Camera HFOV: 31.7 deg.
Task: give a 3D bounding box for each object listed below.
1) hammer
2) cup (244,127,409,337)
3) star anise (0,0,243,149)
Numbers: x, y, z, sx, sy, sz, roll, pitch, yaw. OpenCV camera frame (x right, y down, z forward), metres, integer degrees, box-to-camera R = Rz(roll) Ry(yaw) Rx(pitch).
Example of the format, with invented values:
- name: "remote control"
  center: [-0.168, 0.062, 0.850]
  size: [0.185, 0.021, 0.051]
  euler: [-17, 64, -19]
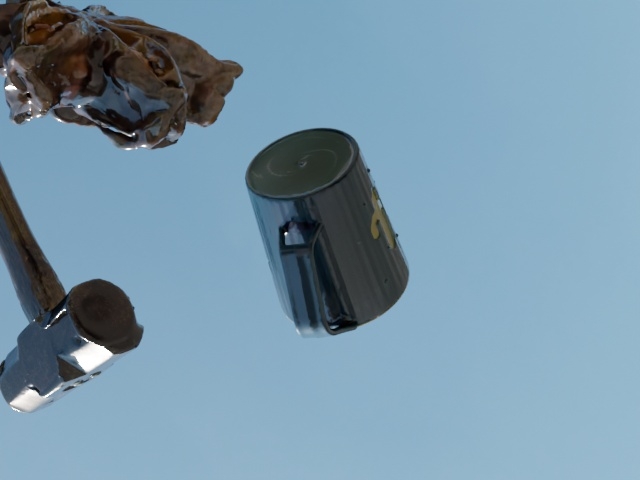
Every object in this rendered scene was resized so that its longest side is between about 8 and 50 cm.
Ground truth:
- name: "hammer"
  center: [-0.376, -0.001, 1.410]
  size: [0.095, 0.242, 0.409]
  euler: [-15, -106, -42]
- name: "cup"
  center: [0.000, 0.000, 1.038]
  size: [0.176, 0.131, 0.155]
  euler: [-77, -26, -49]
- name: "star anise"
  center: [-0.163, -0.123, 0.840]
  size: [0.220, 0.214, 0.099]
  euler: [6, -65, -41]
